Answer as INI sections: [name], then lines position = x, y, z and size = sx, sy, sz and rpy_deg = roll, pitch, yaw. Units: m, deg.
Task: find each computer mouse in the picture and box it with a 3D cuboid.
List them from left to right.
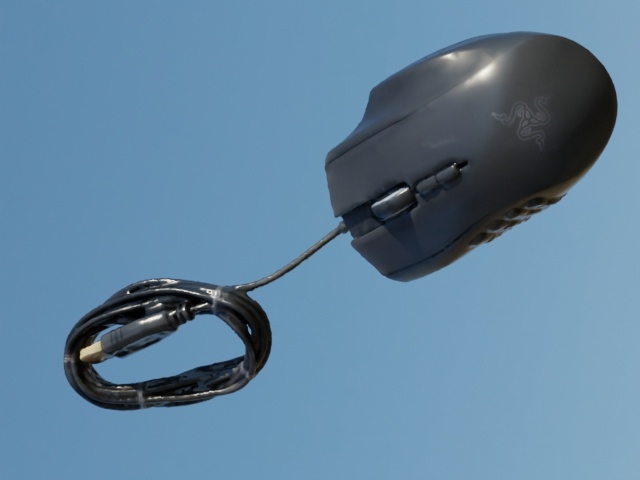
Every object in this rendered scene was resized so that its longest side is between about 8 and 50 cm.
[computer mouse]
position = 0.000, 0.000, 0.719
size = 0.071, 0.242, 0.041
rpy_deg = 56, -160, -4
